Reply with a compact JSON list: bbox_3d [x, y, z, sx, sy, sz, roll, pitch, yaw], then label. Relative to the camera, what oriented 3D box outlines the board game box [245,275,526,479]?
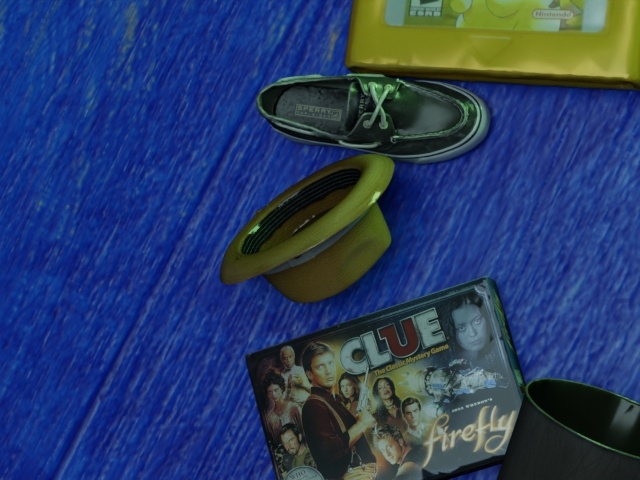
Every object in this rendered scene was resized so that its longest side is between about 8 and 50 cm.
[{"bbox_3d":[0.065,0.148,1.657,0.243,0.042,0.165,-20,76,15],"label":"board game box"}]

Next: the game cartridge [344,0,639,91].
[{"bbox_3d":[0.177,-0.306,1.684,0.285,0.052,0.324,5,84,20],"label":"game cartridge"}]

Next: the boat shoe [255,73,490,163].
[{"bbox_3d":[0.047,-0.116,1.689,0.219,0.070,0.078,3,83,19],"label":"boat shoe"}]

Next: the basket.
[{"bbox_3d":[0.205,0.252,1.523,0.154,0.204,0.227,23,100,15],"label":"basket"}]

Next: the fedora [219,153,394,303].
[{"bbox_3d":[0.000,0.000,1.663,0.194,0.194,0.079,-33,109,12],"label":"fedora"}]
